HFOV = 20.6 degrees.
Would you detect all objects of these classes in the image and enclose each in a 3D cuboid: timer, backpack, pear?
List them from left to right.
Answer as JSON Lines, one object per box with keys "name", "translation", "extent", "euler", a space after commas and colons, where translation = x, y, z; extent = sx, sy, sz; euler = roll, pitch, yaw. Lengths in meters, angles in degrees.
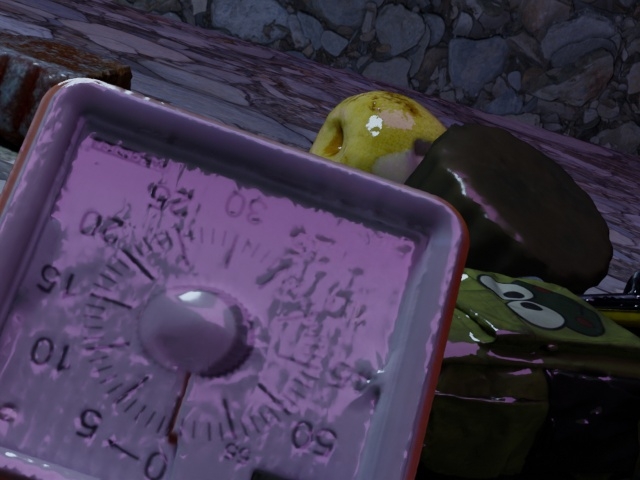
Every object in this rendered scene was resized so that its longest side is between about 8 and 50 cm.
{"name": "timer", "translation": [-0.072, 0.073, 0.968], "extent": [0.257, 0.161, 0.250], "euler": [19, 41, -3]}
{"name": "pear", "translation": [0.075, -0.077, 1.947], "extent": [0.178, 0.178, 0.178], "euler": [19, 11, -4]}
{"name": "backpack", "translation": [0.094, 0.099, 1.208], "extent": [0.253, 0.140, 0.207], "euler": [4, 15, -26]}

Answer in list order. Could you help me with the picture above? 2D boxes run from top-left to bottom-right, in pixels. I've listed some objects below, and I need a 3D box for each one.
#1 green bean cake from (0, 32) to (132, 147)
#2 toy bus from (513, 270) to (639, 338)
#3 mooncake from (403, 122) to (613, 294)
{"name": "green bean cake", "translation": [-0.284, -0.152, 1.872], "extent": [0.198, 0.097, 0.232], "euler": [22, 11, 19]}
{"name": "toy bus", "translation": [0.263, 0.098, 1.310], "extent": [0.145, 0.151, 0.331], "euler": [-2, 0, -25]}
{"name": "mooncake", "translation": [0.184, -0.008, 1.814], "extent": [0.228, 0.124, 0.228], "euler": [29, 30, -19]}
